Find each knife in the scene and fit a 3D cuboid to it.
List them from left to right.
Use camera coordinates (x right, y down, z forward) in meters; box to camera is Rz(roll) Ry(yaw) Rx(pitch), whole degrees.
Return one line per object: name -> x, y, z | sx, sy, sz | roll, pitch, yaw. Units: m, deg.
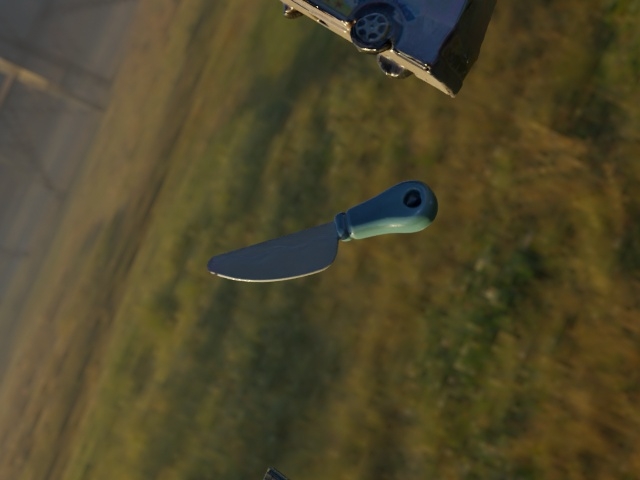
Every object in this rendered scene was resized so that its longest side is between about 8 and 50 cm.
knife -> 0.001, 0.002, 1.726 | 0.032, 0.244, 0.058 | 42, -150, -63

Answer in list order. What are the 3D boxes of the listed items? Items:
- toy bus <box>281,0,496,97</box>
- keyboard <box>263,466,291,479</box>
toy bus -> 0.033, -0.271, 1.798 | 0.138, 0.317, 0.112 | -57, -23, 0
keyboard -> -0.046, 0.234, 1.285 | 0.049, 0.015, 0.129 | 30, 102, 38
